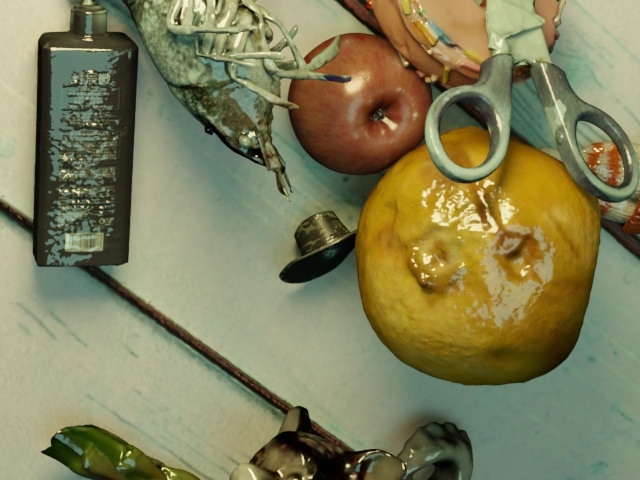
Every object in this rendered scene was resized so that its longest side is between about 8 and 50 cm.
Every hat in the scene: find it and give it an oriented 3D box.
[{"bbox_3d":[0.311,-0.072,2.044,0.162,0.093,0.112,13,96,-2],"label":"hat"},{"bbox_3d":[0.000,0.000,1.976,0.121,0.121,0.050,-32,77,-4],"label":"hat"}]

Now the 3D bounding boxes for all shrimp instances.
[{"bbox_3d":[-0.119,-0.234,1.776,0.166,0.221,0.410,-42,94,1],"label":"shrimp"}]

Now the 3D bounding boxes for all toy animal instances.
[{"bbox_3d":[0.023,0.304,2.019,0.344,0.194,0.303,33,78,-42],"label":"toy animal"}]

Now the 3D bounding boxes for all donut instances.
[{"bbox_3d":[0.141,-0.242,1.878,0.233,0.199,0.085,26,144,-22],"label":"donut"}]

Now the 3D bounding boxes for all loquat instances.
[{"bbox_3d":[0.164,0.016,1.908,0.276,0.284,0.276,2,100,11],"label":"loquat"}]

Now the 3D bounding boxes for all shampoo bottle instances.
[{"bbox_3d":[-0.239,-0.126,1.848,0.098,0.071,0.310,-1,110,-16],"label":"shampoo bottle"}]

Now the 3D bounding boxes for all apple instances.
[{"bbox_3d":[0.044,-0.142,1.903,0.153,0.120,0.153,-6,111,-15],"label":"apple"}]

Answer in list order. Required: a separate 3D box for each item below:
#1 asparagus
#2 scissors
[{"bbox_3d":[-0.183,0.278,2.019,0.287,0.080,0.080,39,95,-20],"label":"asparagus"},{"bbox_3d":[0.200,-0.222,1.836,0.256,0.029,0.384,8,65,-29],"label":"scissors"}]
